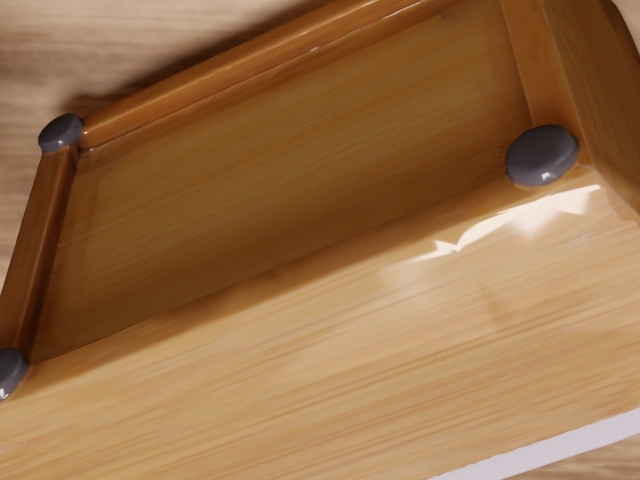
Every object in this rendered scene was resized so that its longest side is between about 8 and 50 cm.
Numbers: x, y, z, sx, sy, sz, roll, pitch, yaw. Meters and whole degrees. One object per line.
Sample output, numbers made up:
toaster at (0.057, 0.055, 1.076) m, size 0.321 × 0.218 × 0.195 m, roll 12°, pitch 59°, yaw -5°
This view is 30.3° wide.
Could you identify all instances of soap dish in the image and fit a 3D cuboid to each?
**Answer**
soap dish at (0.000, 0.000, 0.485) m, size 0.290 × 0.229 × 0.118 m, roll -22°, pitch 127°, yaw 17°
